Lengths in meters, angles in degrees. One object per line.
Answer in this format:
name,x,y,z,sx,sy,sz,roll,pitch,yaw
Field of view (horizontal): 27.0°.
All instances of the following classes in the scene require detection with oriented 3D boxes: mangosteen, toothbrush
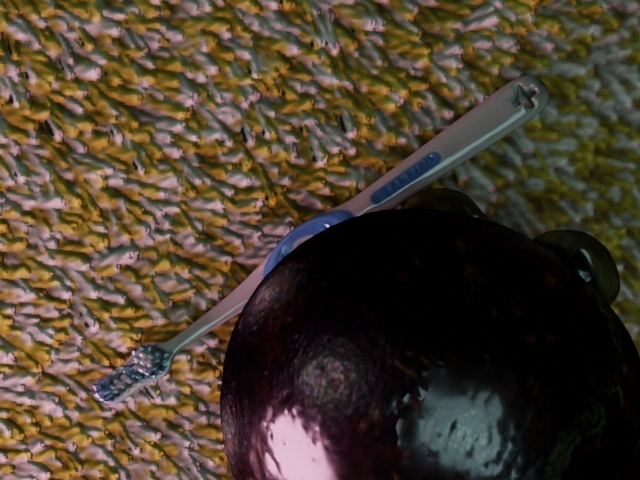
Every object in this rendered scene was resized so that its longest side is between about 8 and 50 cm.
mangosteen,0.077,0.096,0.863,0.288,0.288,0.288,-1,103,-6
toothbrush,0.001,0.001,0.946,0.386,0.040,0.040,-34,104,-2
